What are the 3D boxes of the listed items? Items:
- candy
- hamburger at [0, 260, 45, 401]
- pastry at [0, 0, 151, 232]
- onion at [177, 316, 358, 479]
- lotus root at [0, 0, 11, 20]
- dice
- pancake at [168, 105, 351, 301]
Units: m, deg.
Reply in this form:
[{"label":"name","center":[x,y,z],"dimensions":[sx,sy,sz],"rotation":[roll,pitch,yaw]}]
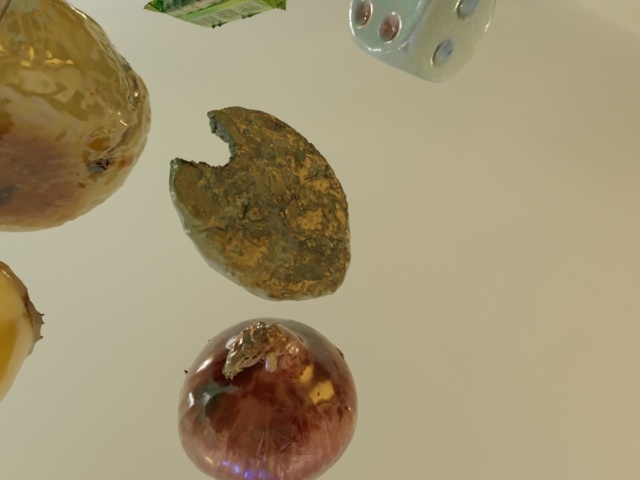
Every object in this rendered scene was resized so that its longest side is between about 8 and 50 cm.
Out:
[{"label":"candy","center":[-0.142,-0.323,0.545],"dimensions":[0.178,0.032,0.102],"rotation":[6,-170,33]},{"label":"hamburger","center":[-0.470,0.119,0.306],"dimensions":[0.396,0.395,0.277],"rotation":[3,-139,4]},{"label":"pastry","center":[-0.465,-0.203,0.600],"dimensions":[0.389,0.388,0.312],"rotation":[-22,-115,-16]},{"label":"onion","center":[-0.106,0.301,0.780],"dimensions":[0.354,0.353,0.353],"rotation":[-1,-128,1]},{"label":"lotus root","center":[-0.267,-0.174,0.204],"dimensions":[0.183,0.183,0.309],"rotation":[27,-79,21]},{"label":"dice","center":[0.253,-0.582,1.029],"dimensions":[0.265,0.262,0.268],"rotation":[-6,-138,-40]},{"label":"pancake","center":[-0.053,-0.042,0.471],"dimensions":[0.254,0.037,0.253],"rotation":[23,-128,-33]}]
